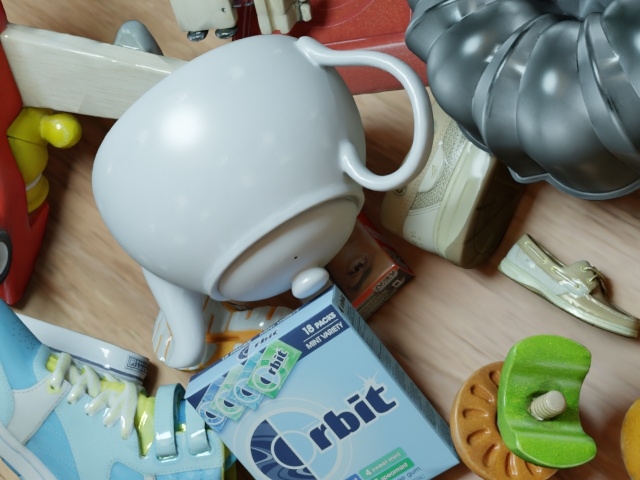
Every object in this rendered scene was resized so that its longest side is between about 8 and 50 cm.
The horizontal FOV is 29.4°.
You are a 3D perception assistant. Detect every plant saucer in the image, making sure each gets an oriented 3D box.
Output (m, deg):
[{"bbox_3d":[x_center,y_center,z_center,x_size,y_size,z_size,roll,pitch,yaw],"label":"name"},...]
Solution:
[{"bbox_3d":[0.017,-0.271,1.211,0.258,0.048,0.259,-4,75,27],"label":"plant saucer"}]

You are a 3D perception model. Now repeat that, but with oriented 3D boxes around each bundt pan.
[{"bbox_3d":[0.197,-0.199,0.901,0.331,0.124,0.331,-5,82,33],"label":"bundt pan"}]

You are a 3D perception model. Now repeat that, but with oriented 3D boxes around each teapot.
[{"bbox_3d":[-0.050,-0.038,1.022,0.252,0.256,0.187,-30,74,-17],"label":"teapot"}]

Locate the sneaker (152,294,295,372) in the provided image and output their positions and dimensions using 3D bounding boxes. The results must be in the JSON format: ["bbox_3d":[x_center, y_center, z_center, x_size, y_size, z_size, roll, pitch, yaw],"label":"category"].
[{"bbox_3d":[-0.075,0.098,1.142,0.215,0.083,0.084,11,78,41],"label":"sneaker"}]

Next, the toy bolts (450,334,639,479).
[{"bbox_3d":[0.205,0.214,0.959,0.218,0.158,0.228,11,66,-11],"label":"toy bolts"}]

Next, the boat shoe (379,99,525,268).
[{"bbox_3d":[0.153,-0.150,1.062,0.110,0.121,0.341,25,90,30],"label":"boat shoe"}]

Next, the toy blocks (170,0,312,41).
[{"bbox_3d":[-0.015,-0.394,1.140,0.288,0.309,0.260,-2,42,16],"label":"toy blocks"}]

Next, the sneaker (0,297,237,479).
[{"bbox_3d":[-0.185,0.146,1.102,0.208,0.319,0.127,-25,22,13],"label":"sneaker"}]

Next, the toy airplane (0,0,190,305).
[{"bbox_3d":[-0.337,-0.169,1.241,0.384,0.272,0.386,-38,95,27],"label":"toy airplane"}]

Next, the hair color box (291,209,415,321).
[{"bbox_3d":[0.000,0.000,1.142,0.093,0.053,0.167,-44,62,10],"label":"hair color box"}]

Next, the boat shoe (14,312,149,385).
[{"bbox_3d":[-0.298,0.126,1.246,0.267,0.096,0.088,14,79,22],"label":"boat shoe"}]

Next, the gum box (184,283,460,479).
[{"bbox_3d":[0.003,0.153,1.040,0.157,0.041,0.184,-33,106,16],"label":"gum box"}]

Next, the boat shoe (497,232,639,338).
[{"bbox_3d":[0.212,0.037,1.021,0.135,0.050,0.045,31,97,31],"label":"boat shoe"}]
